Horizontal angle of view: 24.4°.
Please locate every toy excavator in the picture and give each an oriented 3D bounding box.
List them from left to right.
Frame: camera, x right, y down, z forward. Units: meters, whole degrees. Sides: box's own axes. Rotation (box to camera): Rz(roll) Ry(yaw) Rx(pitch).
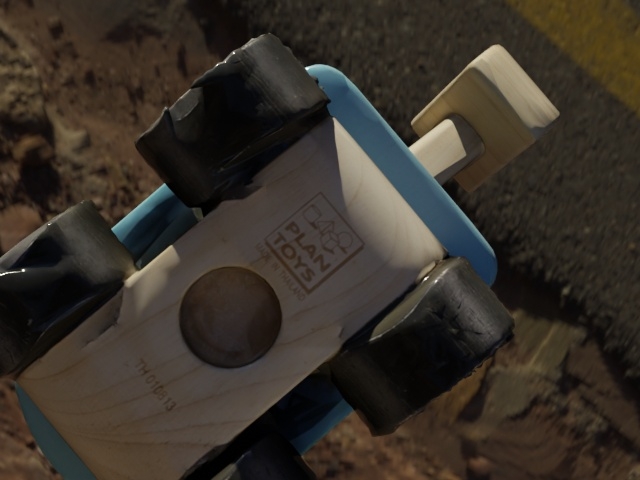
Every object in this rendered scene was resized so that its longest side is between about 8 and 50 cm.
[{"bbox_3d":[0.000,0.000,1.004,0.433,0.445,0.222,-41,90,-3],"label":"toy excavator"}]
